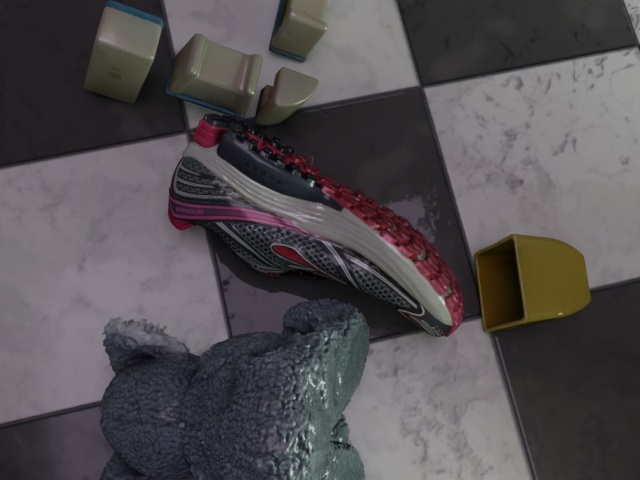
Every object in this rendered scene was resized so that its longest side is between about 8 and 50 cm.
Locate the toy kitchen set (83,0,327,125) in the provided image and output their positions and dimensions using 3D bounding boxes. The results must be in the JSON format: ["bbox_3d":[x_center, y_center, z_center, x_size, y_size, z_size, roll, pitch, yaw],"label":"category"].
[{"bbox_3d":[-0.109,-0.213,0.732,0.207,0.122,0.166,16,74,-20],"label":"toy kitchen set"}]

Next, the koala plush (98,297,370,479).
[{"bbox_3d":[-0.088,0.144,0.600,0.221,0.203,0.196,2,88,17],"label":"koala plush"}]

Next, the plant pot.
[{"bbox_3d":[0.206,0.042,0.692,0.083,0.081,0.081,0,76,-16],"label":"plant pot"}]

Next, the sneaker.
[{"bbox_3d":[0.000,0.000,0.681,0.299,0.121,0.112,32,106,4],"label":"sneaker"}]
